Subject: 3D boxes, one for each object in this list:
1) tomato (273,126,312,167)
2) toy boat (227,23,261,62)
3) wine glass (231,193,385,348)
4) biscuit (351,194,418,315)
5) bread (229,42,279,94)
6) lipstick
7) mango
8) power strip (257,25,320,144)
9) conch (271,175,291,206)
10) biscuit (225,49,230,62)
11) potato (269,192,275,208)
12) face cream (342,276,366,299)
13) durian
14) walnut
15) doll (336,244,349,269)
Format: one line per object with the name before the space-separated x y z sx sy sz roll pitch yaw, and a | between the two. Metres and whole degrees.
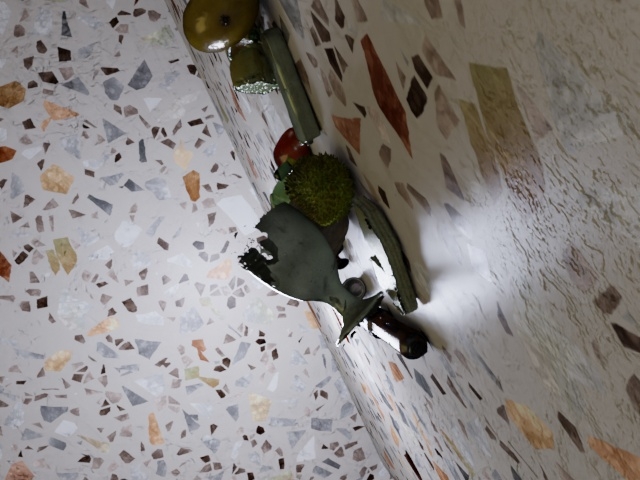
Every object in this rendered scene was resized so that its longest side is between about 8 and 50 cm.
tomato | -0.076 -0.221 1.753 0.139 0.091 0.159 56 171 47
toy boat | -0.187 -0.486 1.626 0.229 0.089 0.088 140 119 -70
wine glass | -0.027 0.072 1.487 0.357 0.190 0.190 40 168 5
biscuit | 0.136 0.030 1.378 0.147 0.046 0.250 52 166 57
bread | -0.152 -0.408 1.538 0.156 0.103 0.110 -13 -92 -67
lipstick | 0.170 0.222 1.632 0.077 0.077 0.418 65 170 -10
mango | -0.233 -0.520 1.484 0.142 0.195 0.331 42 -178 -21
power strip | -0.071 -0.354 1.479 0.285 0.048 0.080 67 169 -19
conch | -0.036 -0.102 1.850 0.251 0.137 0.143 35 129 33
biscuit | -0.287 -0.620 2.042 0.144 0.040 0.236 49 166 40
potato | -0.083 -0.063 2.196 0.269 0.112 0.255 46 156 55
face cream | 0.086 0.167 1.975 0.073 0.073 0.283 62 171 9
durian | 0.004 -0.118 1.438 0.159 0.146 0.198 50 -175 -30
walnut | -0.019 -0.022 1.653 0.178 0.178 0.230 53 132 50
doll | 0.003 0.000 1.981 0.249 0.088 0.127 36 131 53
